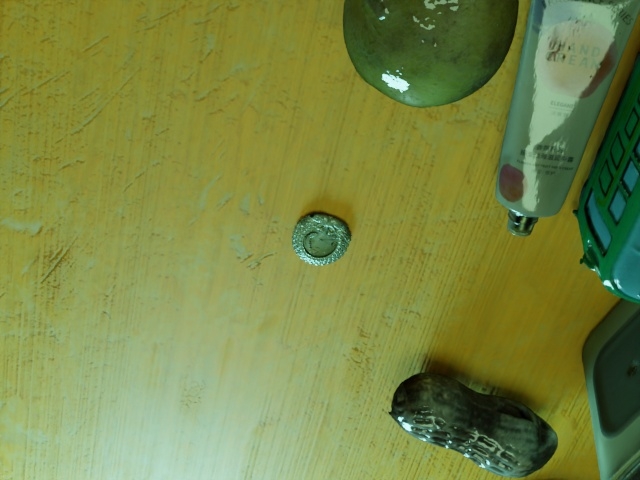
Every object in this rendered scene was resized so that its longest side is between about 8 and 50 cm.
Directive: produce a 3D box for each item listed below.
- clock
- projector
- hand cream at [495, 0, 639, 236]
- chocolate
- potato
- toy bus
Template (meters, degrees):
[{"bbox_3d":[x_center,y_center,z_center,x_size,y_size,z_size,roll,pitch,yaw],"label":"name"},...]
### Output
[{"bbox_3d":[0.000,0.000,1.422,0.074,0.010,0.083,18,128,-7],"label":"clock"},{"bbox_3d":[0.484,0.203,1.370,0.248,0.249,0.248,24,126,-13],"label":"projector"},{"bbox_3d":[0.265,-0.151,1.244,0.124,0.078,0.341,10,123,0],"label":"hand cream"},{"bbox_3d":[0.209,0.253,1.530,0.248,0.110,0.110,26,126,-8],"label":"chocolate"},{"bbox_3d":[0.119,-0.252,1.130,0.174,0.159,0.251,-8,143,-20],"label":"potato"},{"bbox_3d":[0.409,-0.081,1.197,0.183,0.199,0.344,11,129,-3],"label":"toy bus"}]
